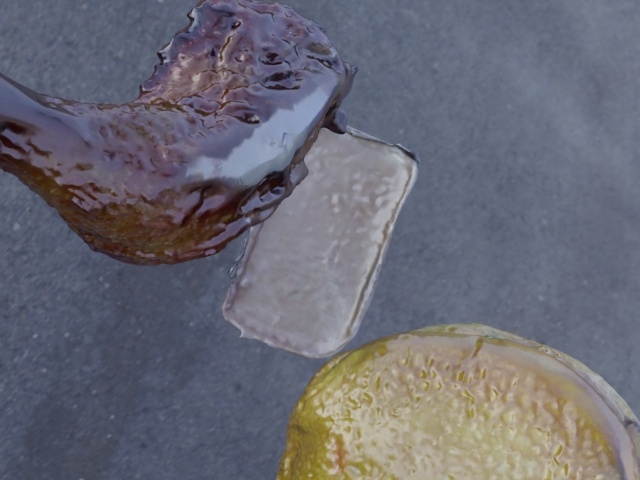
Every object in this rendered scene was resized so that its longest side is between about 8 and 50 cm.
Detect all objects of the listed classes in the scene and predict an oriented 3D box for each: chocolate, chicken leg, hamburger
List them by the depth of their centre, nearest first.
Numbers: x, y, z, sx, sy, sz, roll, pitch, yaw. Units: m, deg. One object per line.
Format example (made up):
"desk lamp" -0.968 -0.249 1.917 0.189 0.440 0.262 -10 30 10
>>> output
"chicken leg" -0.090 -0.065 0.580 0.407 0.096 0.157 -14 101 -56
"hamburger" 0.112 0.138 0.755 0.144 0.283 0.156 44 51 -75
"chocolate" 0.001 -0.001 1.139 0.161 0.261 0.083 24 5 6
